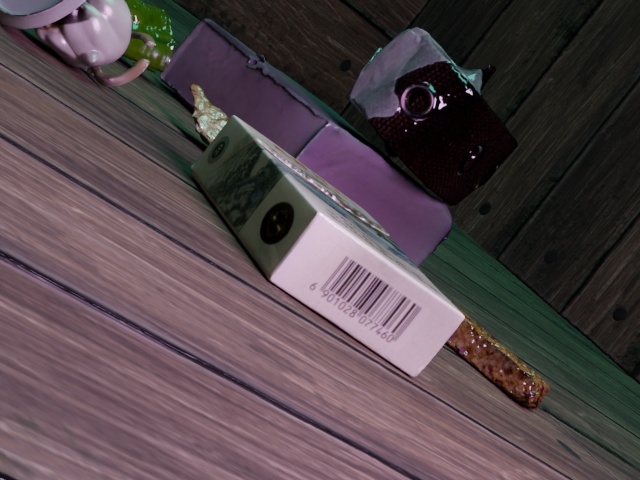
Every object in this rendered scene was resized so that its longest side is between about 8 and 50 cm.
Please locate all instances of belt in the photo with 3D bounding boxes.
[{"bbox_3d":[0.143,-0.154,2.044,0.184,0.164,0.289,49,6,11],"label":"belt"}]

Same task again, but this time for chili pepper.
[{"bbox_3d":[-0.277,-0.271,1.857,0.359,0.076,0.085,24,57,-57],"label":"chili pepper"}]

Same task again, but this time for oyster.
[{"bbox_3d":[-0.085,-0.085,1.786,0.146,0.045,0.122,44,-6,41],"label":"oyster"}]

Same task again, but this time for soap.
[{"bbox_3d":[-0.013,-0.114,2.067,0.285,0.107,0.296,32,9,-45],"label":"soap"}]

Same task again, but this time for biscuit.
[{"bbox_3d":[0.150,0.100,1.758,0.199,0.034,0.064,41,7,21],"label":"biscuit"}]

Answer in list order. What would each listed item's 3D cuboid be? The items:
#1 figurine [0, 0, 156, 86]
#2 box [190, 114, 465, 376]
[{"bbox_3d":[-0.214,-0.206,1.593,0.132,0.132,0.154,43,-6,41],"label":"figurine"},{"bbox_3d":[0.000,0.000,1.444,0.164,0.069,0.256,35,7,-27],"label":"box"}]
